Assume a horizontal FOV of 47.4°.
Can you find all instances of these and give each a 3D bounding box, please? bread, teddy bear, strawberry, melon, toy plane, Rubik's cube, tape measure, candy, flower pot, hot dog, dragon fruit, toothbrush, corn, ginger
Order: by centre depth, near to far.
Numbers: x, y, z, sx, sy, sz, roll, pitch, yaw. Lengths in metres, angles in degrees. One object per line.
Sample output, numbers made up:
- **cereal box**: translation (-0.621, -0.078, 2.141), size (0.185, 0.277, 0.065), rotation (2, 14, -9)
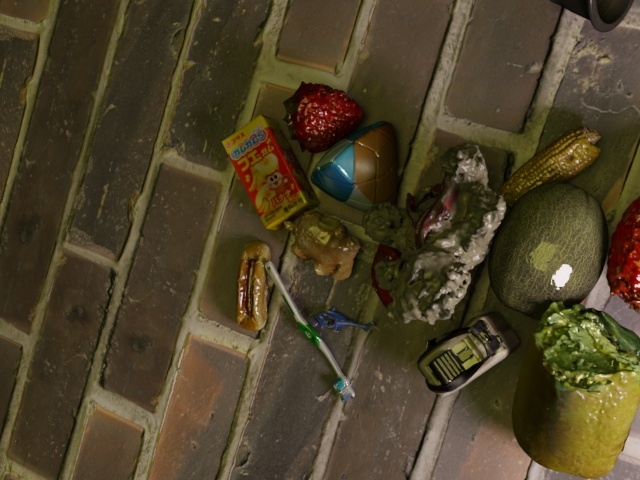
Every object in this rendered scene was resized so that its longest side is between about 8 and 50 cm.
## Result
- **strawberry**: translation (0.761, 0.016, 1.468), size (0.312, 0.267, 0.351), rotation (30, 101, -2)
- **bread**: translation (0.540, 0.335, 1.528), size (0.251, 0.208, 0.376), rotation (13, 129, 14)
- **teddy bear**: translation (0.243, 0.013, 1.576), size (0.224, 0.367, 0.357), rotation (42, 128, -18)
- **melon**: translation (0.500, 0.021, 1.593), size (0.238, 0.237, 0.301), rotation (24, 95, 20)
- **flower pot**: translation (0.589, -0.586, 1.598), size (0.148, 0.235, 0.235), rotation (25, 99, 41)
- **tape measure**: translation (0.316, 0.257, 1.644), size (0.231, 0.271, 0.133), rotation (-39, 76, 15)
- **corn**: translation (0.524, -0.164, 1.663), size (0.262, 0.097, 0.097), rotation (-39, 76, 18)
- **dragon fruit**: translation (0.165, 0.081, 1.790), size (0.121, 0.127, 0.161), rotation (-40, 78, 9)
- **Rubik's cube**: translation (0.086, -0.145, 1.827), size (0.255, 0.254, 0.254), rotation (0, 89, 21)
- **strawberry**: translation (0.007, -0.308, 1.834), size (0.202, 0.187, 0.184), rotation (-5, 69, -10)
- **ginger**: translation (0.000, 0.000, 1.864), size (0.216, 0.102, 0.157), rotation (30, 128, 13)
- **toy plane**: translation (0.058, 0.206, 1.870), size (0.167, 0.054, 0.062), rotation (10, 68, 22)
- **toothbrush**: translation (-0.030, 0.229, 1.892), size (0.417, 0.040, 0.042), rotation (60, 145, 8)
- **candy**: translation (-0.132, -0.179, 1.925), size (0.146, 0.088, 0.276), rotation (-30, 78, 20)
- **hot dog**: translation (-0.184, 0.122, 1.950), size (0.084, 0.073, 0.242), rotation (5, 92, 16)
